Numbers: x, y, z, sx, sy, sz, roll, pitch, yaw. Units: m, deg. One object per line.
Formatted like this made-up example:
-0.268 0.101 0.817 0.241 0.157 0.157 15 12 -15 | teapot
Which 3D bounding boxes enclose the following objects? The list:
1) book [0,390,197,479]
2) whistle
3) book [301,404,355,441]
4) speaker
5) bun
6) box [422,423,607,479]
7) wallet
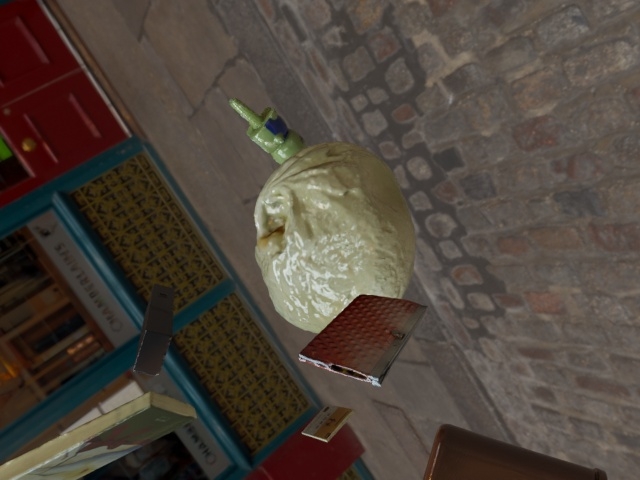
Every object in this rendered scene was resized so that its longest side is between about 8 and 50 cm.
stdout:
-0.317 0.281 0.751 0.026 0.289 0.201 61 174 20 | book
-0.113 -0.245 1.304 0.227 0.085 0.105 39 -179 -28 | whistle
0.020 0.523 1.664 0.012 0.118 0.172 52 153 -8 | book
-0.300 0.157 1.055 0.044 0.082 0.218 17 -169 -17 | speaker
0.000 0.000 1.063 0.349 0.227 0.353 49 130 45 | bun
0.232 0.463 0.822 0.229 0.339 0.239 16 156 17 | box
0.060 0.115 0.728 0.103 0.196 0.020 10 112 24 | wallet
